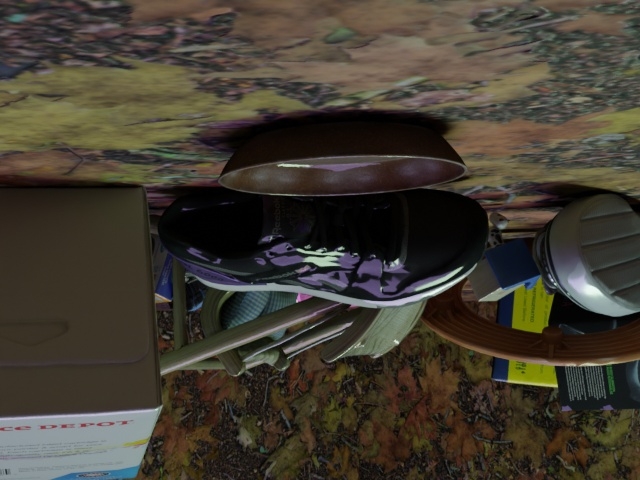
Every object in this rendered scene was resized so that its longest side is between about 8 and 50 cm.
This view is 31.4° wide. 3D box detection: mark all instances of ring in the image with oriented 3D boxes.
[{"bbox_3d":[0.273,0.054,1.325,0.336,0.032,0.336,-3,-157,1],"label":"ring"}]

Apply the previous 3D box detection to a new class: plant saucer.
[{"bbox_3d":[0.014,-0.055,0.771,0.168,0.029,0.168,-3,175,0],"label":"plant saucer"}]

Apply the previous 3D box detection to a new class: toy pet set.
[{"bbox_3d":[0.163,-0.001,1.124,0.065,0.114,0.122,-35,159,31],"label":"toy pet set"}]

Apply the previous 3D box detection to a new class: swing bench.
[{"bbox_3d":[-0.016,0.053,1.173,0.254,0.165,0.253,-4,174,13],"label":"swing bench"}]

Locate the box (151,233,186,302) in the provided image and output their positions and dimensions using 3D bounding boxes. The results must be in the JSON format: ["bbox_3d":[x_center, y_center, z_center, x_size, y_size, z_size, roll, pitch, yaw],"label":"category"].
[{"bbox_3d":[-0.192,0.030,1.276,0.028,0.081,0.136,28,157,-32],"label":"box"}]

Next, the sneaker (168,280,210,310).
[{"bbox_3d":[-0.171,0.052,1.632,0.087,0.083,0.221,-15,-177,-16],"label":"sneaker"}]

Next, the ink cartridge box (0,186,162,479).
[{"bbox_3d":[-0.254,0.095,1.007,0.198,0.197,0.270,-1,158,-14],"label":"ink cartridge box"}]

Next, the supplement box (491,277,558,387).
[{"bbox_3d":[0.468,0.145,1.878,0.356,0.194,0.195,5,180,9],"label":"supplement box"}]

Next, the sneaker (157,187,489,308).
[{"bbox_3d":[0.000,0.000,0.974,0.283,0.107,0.124,-4,168,12],"label":"sneaker"}]

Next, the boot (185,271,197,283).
[{"bbox_3d":[-0.233,0.033,1.406,0.161,0.083,0.246,-17,172,41],"label":"boot"}]

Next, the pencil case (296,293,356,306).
[{"bbox_3d":[0.045,0.049,1.493,0.209,0.098,0.095,-6,173,27],"label":"pencil case"}]

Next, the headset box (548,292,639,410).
[{"bbox_3d":[0.446,0.092,1.423,0.283,0.131,0.246,-4,-156,21],"label":"headset box"}]

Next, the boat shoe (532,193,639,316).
[{"bbox_3d":[0.281,0.022,1.190,0.119,0.121,0.335,-10,173,29],"label":"boat shoe"}]
